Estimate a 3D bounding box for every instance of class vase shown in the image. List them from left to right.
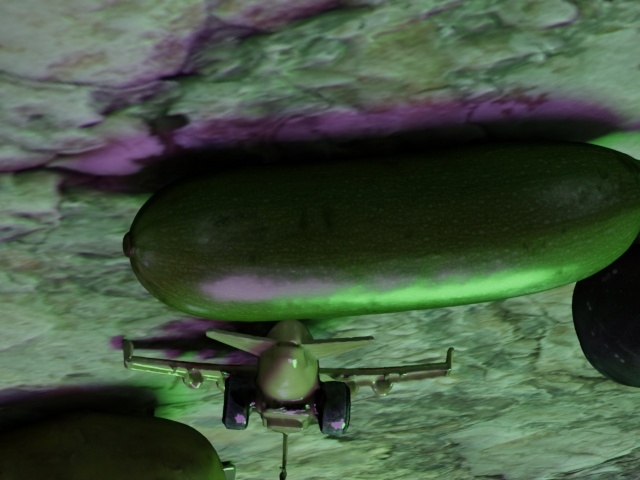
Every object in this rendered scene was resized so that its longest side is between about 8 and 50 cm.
[{"bbox_3d":[0.266,0.029,1.253,0.120,0.120,0.183,-3,140,-30],"label":"vase"}]

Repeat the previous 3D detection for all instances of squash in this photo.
[{"bbox_3d":[0.066,-0.008,0.997,0.378,0.101,0.101,-7,159,-26],"label":"squash"}]

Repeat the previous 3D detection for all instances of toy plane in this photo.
[{"bbox_3d":[-0.025,0.106,1.260,0.241,0.104,0.256,1,153,-1],"label":"toy plane"}]

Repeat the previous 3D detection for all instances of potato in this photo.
[{"bbox_3d":[-0.211,0.209,1.334,0.296,0.141,0.191,-7,176,-24],"label":"potato"}]

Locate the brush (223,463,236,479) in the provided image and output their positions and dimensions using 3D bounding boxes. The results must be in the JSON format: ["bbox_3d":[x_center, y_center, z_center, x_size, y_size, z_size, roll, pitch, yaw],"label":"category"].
[{"bbox_3d":[-0.237,0.273,1.632,0.321,0.050,0.060,-10,157,-16],"label":"brush"}]
